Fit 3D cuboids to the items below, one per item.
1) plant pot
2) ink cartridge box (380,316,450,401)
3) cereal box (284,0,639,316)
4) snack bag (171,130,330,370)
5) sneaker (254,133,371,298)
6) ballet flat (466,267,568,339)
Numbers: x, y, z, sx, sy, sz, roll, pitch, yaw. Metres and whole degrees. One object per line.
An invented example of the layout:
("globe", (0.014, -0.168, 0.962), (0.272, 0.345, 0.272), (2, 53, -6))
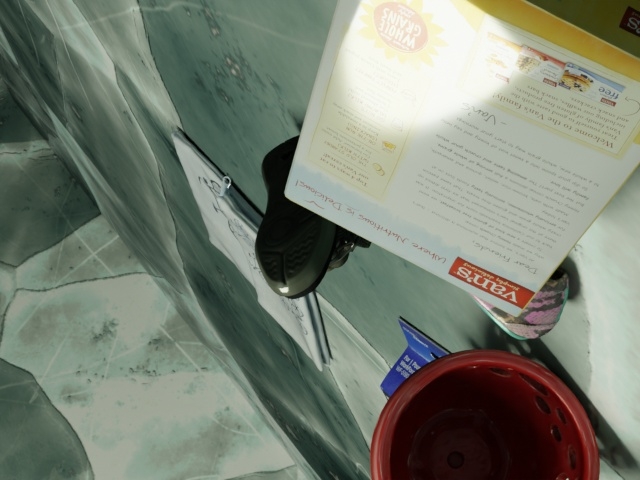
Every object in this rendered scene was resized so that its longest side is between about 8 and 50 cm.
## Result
("plant pot", (0.137, 0.200, 0.927), (0.191, 0.191, 0.174), (52, 172, 9))
("ink cartridge box", (0.166, 0.252, 1.197), (0.165, 0.065, 0.333), (34, 155, 54))
("cereal box", (0.080, -0.062, 0.566), (0.173, 0.047, 0.240), (28, 149, 4))
("snack bag", (-0.111, 0.016, 1.579), (0.342, 0.037, 0.323), (46, 164, 29))
("sneaker", (0.000, 0.000, 0.991), (0.130, 0.087, 0.228), (53, -164, -28))
("ballet flat", (0.099, -0.015, 0.787), (0.221, 0.077, 0.079), (39, 126, 21))
